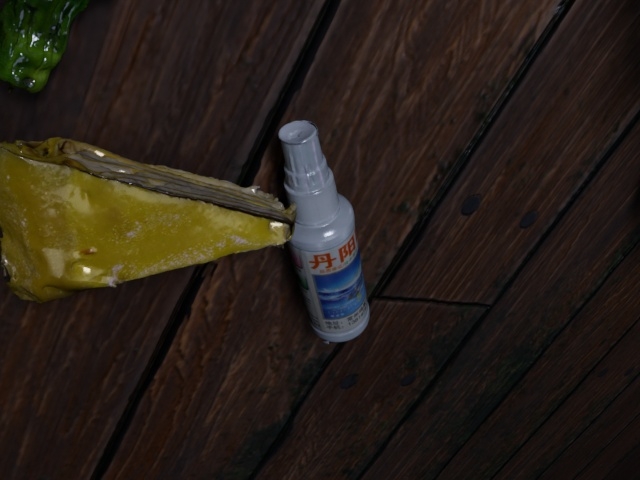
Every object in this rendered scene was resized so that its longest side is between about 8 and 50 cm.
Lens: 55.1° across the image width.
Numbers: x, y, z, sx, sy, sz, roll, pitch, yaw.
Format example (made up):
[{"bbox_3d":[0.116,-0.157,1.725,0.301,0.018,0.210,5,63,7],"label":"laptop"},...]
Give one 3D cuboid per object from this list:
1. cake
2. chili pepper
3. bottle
[{"bbox_3d":[-0.111,-0.034,0.387,0.185,0.079,0.116,-15,123,-8],"label":"cake"},{"bbox_3d":[-0.140,-0.114,0.316,0.091,0.034,0.030,-47,171,11],"label":"chili pepper"},{"bbox_3d":[0.000,0.000,0.488,0.060,0.060,0.217,-26,137,-11],"label":"bottle"}]
